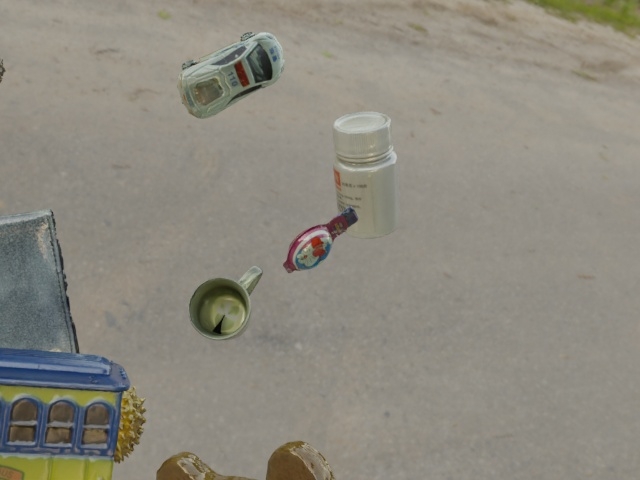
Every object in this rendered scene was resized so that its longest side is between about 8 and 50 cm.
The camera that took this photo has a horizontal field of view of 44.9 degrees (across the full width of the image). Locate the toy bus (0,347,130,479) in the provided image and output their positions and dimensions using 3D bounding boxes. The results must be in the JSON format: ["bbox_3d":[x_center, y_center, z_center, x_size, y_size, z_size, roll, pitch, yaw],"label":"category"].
[{"bbox_3d":[-0.351,0.196,0.781,0.287,0.175,0.138,8,-1,-19],"label":"toy bus"}]

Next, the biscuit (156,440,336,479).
[{"bbox_3d":[-0.072,0.488,1.177,0.076,0.394,0.368,-17,89,-51],"label":"biscuit"}]

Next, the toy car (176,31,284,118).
[{"bbox_3d":[-0.144,-0.278,1.292,0.204,0.095,0.056,-31,28,-20],"label":"toy car"}]

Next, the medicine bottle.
[{"bbox_3d":[0.099,-0.141,1.672,0.144,0.252,0.144,-4,31,2],"label":"medicine bottle"}]

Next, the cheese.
[{"bbox_3d":[0.000,0.000,1.229,0.038,0.145,0.095,46,-7,33],"label":"cheese"}]

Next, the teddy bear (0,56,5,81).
[{"bbox_3d":[-0.527,-0.155,0.998,0.181,0.252,0.129,20,5,23],"label":"teddy bear"}]

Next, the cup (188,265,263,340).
[{"bbox_3d":[-0.087,0.056,0.710,0.054,0.075,0.083,14,-10,0],"label":"cup"}]

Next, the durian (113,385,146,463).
[{"bbox_3d":[-0.392,0.347,1.373,0.137,0.249,0.183,15,54,-25],"label":"durian"}]

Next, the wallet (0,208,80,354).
[{"bbox_3d":[-0.425,0.075,1.043,0.167,0.222,0.036,-9,12,-13],"label":"wallet"}]
